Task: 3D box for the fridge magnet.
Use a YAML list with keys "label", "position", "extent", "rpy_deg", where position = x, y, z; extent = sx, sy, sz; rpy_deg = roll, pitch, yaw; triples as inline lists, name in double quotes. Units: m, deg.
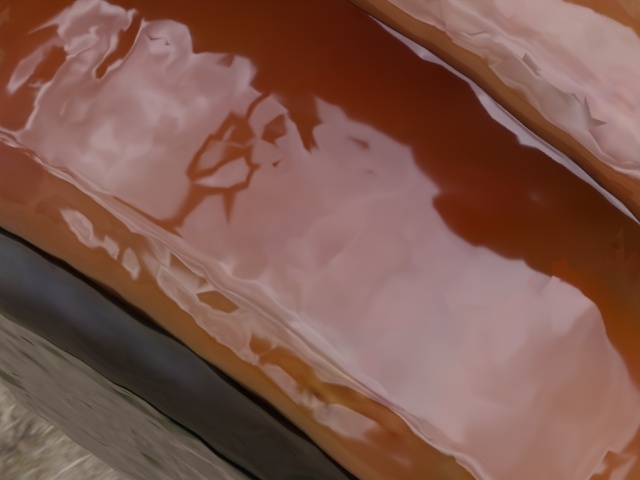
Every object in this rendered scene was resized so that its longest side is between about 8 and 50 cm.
- label: "fridge magnet"
  position: [0.000, 0.000, 0.529]
  extent: [0.364, 0.363, 0.155]
  rpy_deg: [37, 76, -6]
